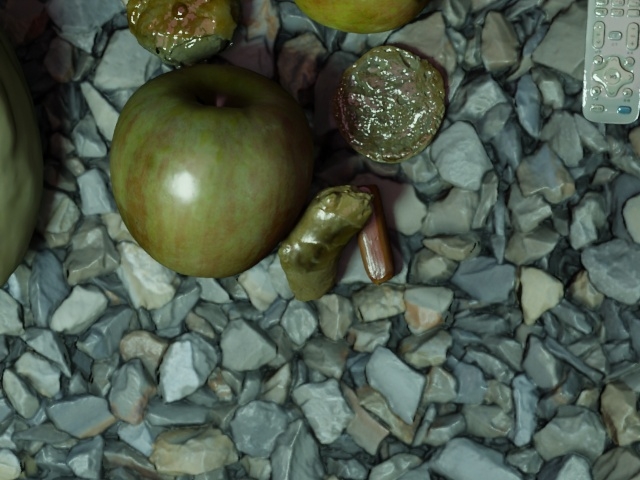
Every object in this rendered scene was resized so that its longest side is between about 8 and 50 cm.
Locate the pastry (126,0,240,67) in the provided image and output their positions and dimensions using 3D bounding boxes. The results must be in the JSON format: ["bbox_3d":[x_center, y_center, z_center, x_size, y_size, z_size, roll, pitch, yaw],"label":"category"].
[{"bbox_3d":[-0.177,-0.300,1.894,0.153,0.081,0.153,-2,82,16],"label":"pastry"}]

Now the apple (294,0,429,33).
[{"bbox_3d":[0.050,-0.348,1.794,0.196,0.196,0.196,0,91,11],"label":"apple"}]

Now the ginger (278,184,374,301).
[{"bbox_3d":[0.002,0.001,1.846,0.095,0.069,0.190,26,120,-15],"label":"ginger"}]

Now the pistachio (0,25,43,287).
[{"bbox_3d":[-0.510,-0.124,1.833,0.281,0.365,0.445,-1,99,43],"label":"pistachio"}]

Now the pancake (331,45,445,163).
[{"bbox_3d":[0.091,-0.174,1.870,0.152,0.025,0.151,0,90,12],"label":"pancake"}]

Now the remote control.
[{"bbox_3d":[0.367,-0.260,1.805,0.073,0.044,0.229,4,100,15],"label":"remote control"}]

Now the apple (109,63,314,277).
[{"bbox_3d":[-0.134,-0.085,1.812,0.257,0.257,0.234,10,123,11],"label":"apple"}]

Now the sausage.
[{"bbox_3d":[0.067,-0.007,1.872,0.041,0.039,0.131,-12,90,4],"label":"sausage"}]
